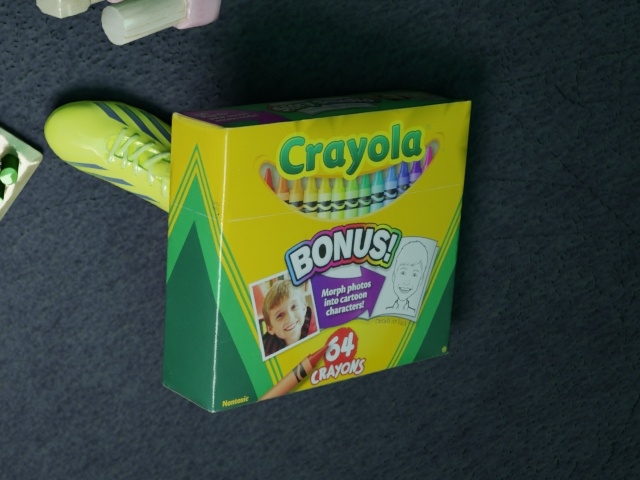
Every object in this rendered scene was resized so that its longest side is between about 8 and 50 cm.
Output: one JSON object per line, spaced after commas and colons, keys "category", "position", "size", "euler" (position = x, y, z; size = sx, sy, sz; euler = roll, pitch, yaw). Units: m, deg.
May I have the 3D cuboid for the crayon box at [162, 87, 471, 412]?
{"category": "crayon box", "position": [0.000, 0.000, 1.911], "size": [0.363, 0.106, 0.313], "euler": [-10, 112, -40]}

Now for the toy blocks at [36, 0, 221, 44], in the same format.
{"category": "toy blocks", "position": [-0.210, -0.396, 1.815], "size": [0.260, 0.309, 0.288], "euler": [-27, 125, -37]}

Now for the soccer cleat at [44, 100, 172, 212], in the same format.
{"category": "soccer cleat", "position": [-0.176, -0.078, 1.937], "size": [0.289, 0.121, 0.093], "euler": [26, 100, -16]}

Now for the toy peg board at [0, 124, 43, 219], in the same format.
{"category": "toy peg board", "position": [-0.424, -0.068, 1.922], "size": [0.160, 0.079, 0.161], "euler": [33, 98, -17]}
